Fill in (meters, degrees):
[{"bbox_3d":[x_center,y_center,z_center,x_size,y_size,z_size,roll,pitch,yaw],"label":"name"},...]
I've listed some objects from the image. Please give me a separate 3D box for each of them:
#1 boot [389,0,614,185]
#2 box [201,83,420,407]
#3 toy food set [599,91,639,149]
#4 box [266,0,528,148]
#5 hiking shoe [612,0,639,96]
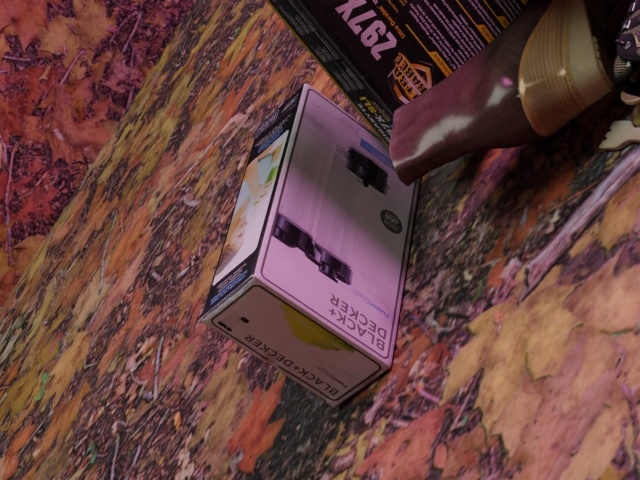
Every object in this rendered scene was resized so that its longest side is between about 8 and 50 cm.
[{"bbox_3d":[0.156,-0.163,1.309,0.207,0.090,0.248,-23,30,22],"label":"boot"},{"bbox_3d":[0.000,0.000,1.426,0.087,0.169,0.290,-39,25,38],"label":"box"},{"bbox_3d":[0.289,-0.164,1.166,0.192,0.038,0.132,-60,19,-9],"label":"toy food set"},{"bbox_3d":[0.068,-0.286,1.386,0.257,0.322,0.079,-45,16,-14],"label":"box"},{"bbox_3d":[0.258,-0.170,1.098,0.114,0.086,0.227,-38,40,19],"label":"hiking shoe"}]
